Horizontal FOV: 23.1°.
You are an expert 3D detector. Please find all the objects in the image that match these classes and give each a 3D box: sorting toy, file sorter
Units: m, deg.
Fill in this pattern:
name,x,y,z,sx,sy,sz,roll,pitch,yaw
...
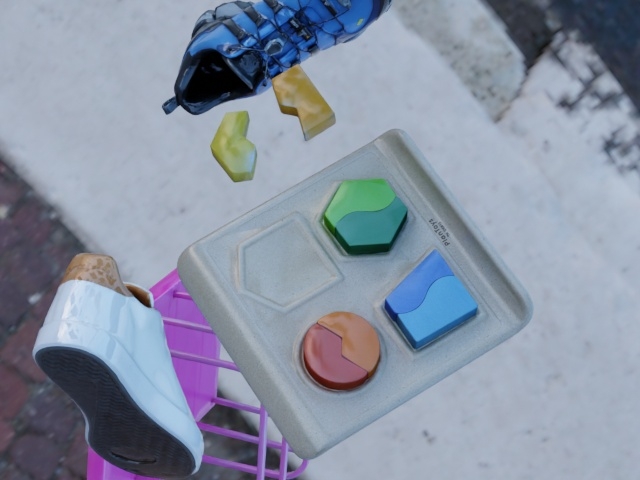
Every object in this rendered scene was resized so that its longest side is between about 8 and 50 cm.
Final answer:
name,x,y,z,sx,sy,sz,roll,pitch,yaw
sorting toy,0.000,0.000,1.295,0.229,0.041,0.307,-32,69,-9
file sorter,-0.091,0.151,1.602,0.182,0.202,0.291,12,22,16

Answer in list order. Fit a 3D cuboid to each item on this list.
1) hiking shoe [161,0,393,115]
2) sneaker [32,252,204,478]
name,x,y,z,sx,sy,sz,roll,pitch,yaw
hiking shoe,-0.037,-0.214,1.664,0.113,0.304,0.132,42,49,-23
sneaker,-0.160,0.113,1.382,0.106,0.290,0.123,2,57,12
